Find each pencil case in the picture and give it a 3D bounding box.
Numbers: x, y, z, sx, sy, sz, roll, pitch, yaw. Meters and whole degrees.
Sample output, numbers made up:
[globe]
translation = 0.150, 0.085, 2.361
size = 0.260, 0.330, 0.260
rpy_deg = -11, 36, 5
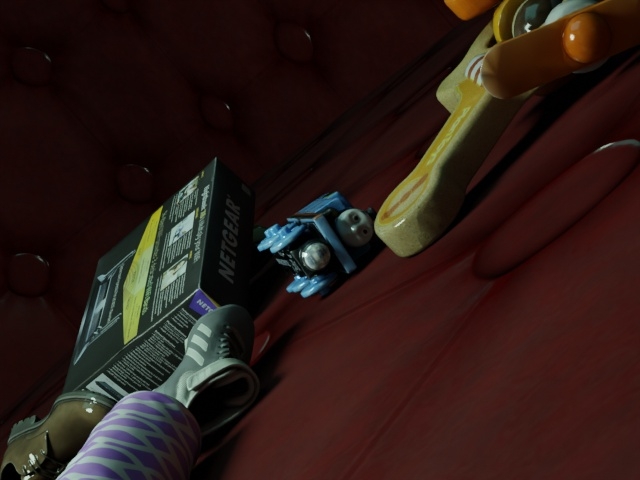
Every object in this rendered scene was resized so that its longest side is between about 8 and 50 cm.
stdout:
[pencil case]
translation = -0.144, 0.182, 0.823
size = 0.088, 0.086, 0.206
rpy_deg = -65, -2, 19

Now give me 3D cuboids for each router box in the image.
[router box]
translation = -0.197, 0.063, 1.476
size = 0.243, 0.081, 0.309
rpy_deg = -38, 25, 22

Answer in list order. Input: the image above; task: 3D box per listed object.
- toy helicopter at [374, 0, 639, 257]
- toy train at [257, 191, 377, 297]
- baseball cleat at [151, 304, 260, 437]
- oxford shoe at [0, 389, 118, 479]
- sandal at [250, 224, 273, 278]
[toy helicopter]
translation = 0.167, -0.130, 1.028
size = 0.355, 0.140, 0.235
rpy_deg = -55, 21, -21
[toy train]
translation = 0.000, 0.000, 1.176
size = 0.105, 0.080, 0.184
rpy_deg = -36, 6, -8
[baseball cleat]
translation = -0.083, 0.116, 1.010
size = 0.109, 0.072, 0.206
rpy_deg = -20, 22, 32
[oxford shoe]
translation = -0.299, 0.242, 1.355
size = 0.227, 0.082, 0.096
rpy_deg = -35, 28, 41
[sandal]
translation = -0.144, 0.067, 1.603
size = 0.219, 0.090, 0.060
rpy_deg = -53, -26, -13
